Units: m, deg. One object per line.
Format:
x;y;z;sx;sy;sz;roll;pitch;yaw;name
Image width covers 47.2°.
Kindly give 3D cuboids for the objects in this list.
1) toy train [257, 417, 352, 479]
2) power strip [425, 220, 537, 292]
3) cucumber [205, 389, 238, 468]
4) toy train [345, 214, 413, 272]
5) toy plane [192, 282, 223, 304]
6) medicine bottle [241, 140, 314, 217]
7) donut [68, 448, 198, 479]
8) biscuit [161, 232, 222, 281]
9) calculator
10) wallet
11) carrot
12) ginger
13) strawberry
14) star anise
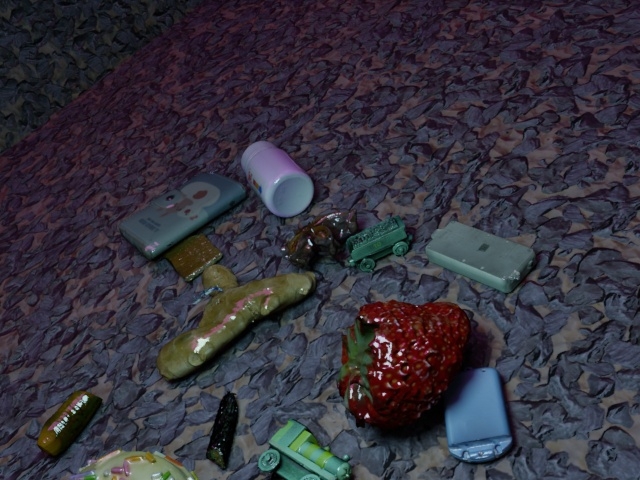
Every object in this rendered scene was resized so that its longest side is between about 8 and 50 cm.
-0.026;0.436;1.413;0.200;0.083;0.132;19;54;41;toy train
0.365;0.033;1.678;0.118;0.046;0.270;-42;40;-22;power strip
-0.208;0.403;1.577;0.053;0.053;0.181;-12;39;18;cucumber
0.140;0.007;1.790;0.172;0.099;0.070;-25;38;2;toy train
-0.281;0.130;1.791;0.084;0.024;0.078;-27;13;5;toy plane
-0.130;-0.183;2.116;0.152;0.152;0.254;-31;38;-6;medicine bottle
-0.371;0.559;1.408;0.307;0.150;0.371;-27;38;-2;donut
-0.377;0.033;2.107;0.131;0.026;0.237;-35;37;-15;biscuit
0.294;0.324;1.393;0.121;0.039;0.210;-14;40;13;calculator
-0.421;-0.083;2.208;0.360;0.083;0.252;-35;36;-23;wallet
-0.599;0.427;1.740;0.082;0.082;0.173;8;53;35;carrot
-0.213;0.179;1.778;0.348;0.122;0.363;-11;30;32;ginger
0.162;0.236;1.435;0.258;0.261;0.261;8;35;-18;strawberry
0.006;-0.004;1.870;0.220;0.098;0.214;-29;21;-8;star anise
